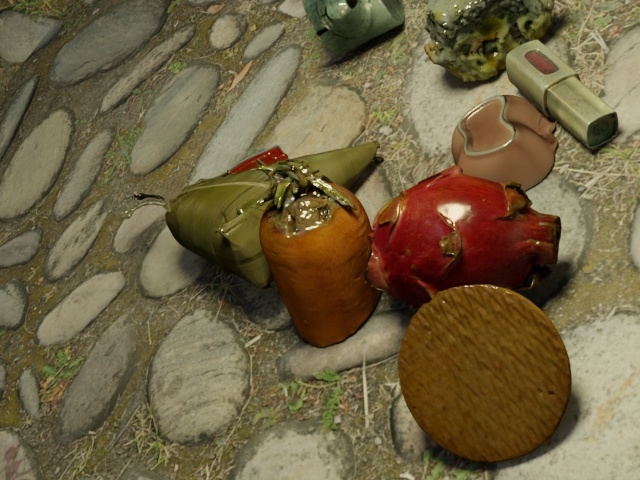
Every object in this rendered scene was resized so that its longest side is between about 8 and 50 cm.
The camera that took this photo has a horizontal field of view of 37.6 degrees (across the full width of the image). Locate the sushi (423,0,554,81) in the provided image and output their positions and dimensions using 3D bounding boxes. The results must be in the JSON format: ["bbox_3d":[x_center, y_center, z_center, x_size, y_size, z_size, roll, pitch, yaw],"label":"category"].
[{"bbox_3d":[0.322,-0.427,1.793,0.274,0.184,0.139,-35,42,10],"label":"sushi"}]

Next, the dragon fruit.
[{"bbox_3d":[0.214,0.009,1.493,0.315,0.250,0.250,23,72,28],"label":"dragon fruit"}]

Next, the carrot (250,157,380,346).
[{"bbox_3d":[0.000,0.000,1.647,0.214,0.331,0.193,-36,35,-18],"label":"carrot"}]

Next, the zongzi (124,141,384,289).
[{"bbox_3d":[-0.140,-0.096,1.933,0.418,0.181,0.447,-42,35,-21],"label":"zongzi"}]

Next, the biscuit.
[{"bbox_3d":[0.236,0.191,1.367,0.261,0.037,0.262,1,91,27],"label":"biscuit"}]

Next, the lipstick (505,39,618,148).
[{"bbox_3d":[0.421,-0.256,1.645,0.078,0.077,0.253,-24,45,-6],"label":"lipstick"}]

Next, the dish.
[{"bbox_3d":[0.312,-0.179,1.665,0.213,0.090,0.213,-23,44,24],"label":"dish"}]

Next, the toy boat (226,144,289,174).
[{"bbox_3d":[-0.143,-0.152,2.039,0.172,0.069,0.059,-30,22,14],"label":"toy boat"}]

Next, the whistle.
[{"bbox_3d":[0.069,-0.583,2.131,0.168,0.188,0.405,-24,44,23],"label":"whistle"}]
